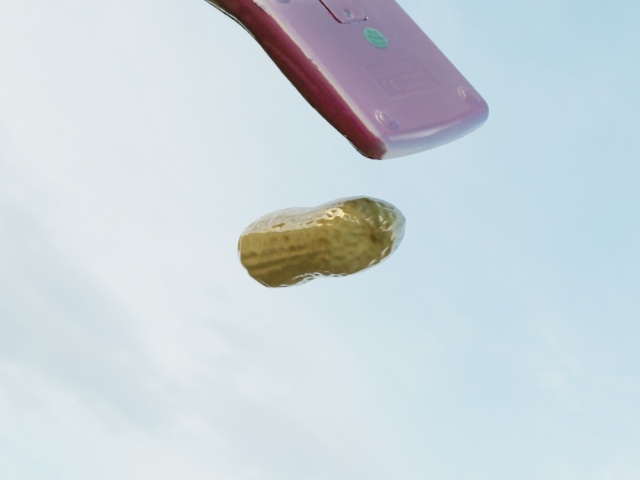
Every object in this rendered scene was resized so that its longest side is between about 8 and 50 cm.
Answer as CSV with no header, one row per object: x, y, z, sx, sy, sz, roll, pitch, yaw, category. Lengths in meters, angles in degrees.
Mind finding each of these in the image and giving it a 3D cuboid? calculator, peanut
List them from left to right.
0.000,0.000,0.665,0.113,0.054,0.054,-10,-55,31,peanut
0.010,-0.125,0.657,0.190,0.127,0.034,46,-52,19,calculator
